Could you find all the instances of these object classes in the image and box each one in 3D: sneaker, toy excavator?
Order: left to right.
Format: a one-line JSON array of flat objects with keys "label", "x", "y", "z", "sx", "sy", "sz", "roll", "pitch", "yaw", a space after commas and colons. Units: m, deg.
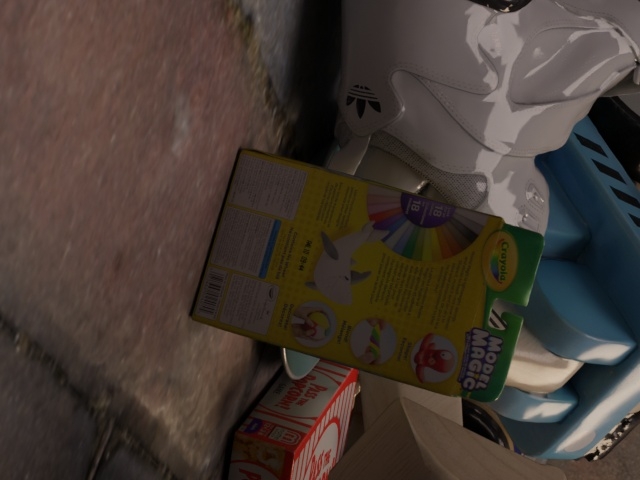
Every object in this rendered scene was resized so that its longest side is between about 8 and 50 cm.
[{"label": "toy excavator", "x": 0.125, "y": 0.052, "z": 1.308, "sx": 0.445, "sy": 0.433, "sz": 0.222, "roll": 8, "pitch": 132, "yaw": -41}, {"label": "sneaker", "x": 0.139, "y": -0.105, "z": 1.187, "sx": 0.365, "sy": 0.137, "sz": 0.210, "roll": 1, "pitch": 104, "yaw": -43}]

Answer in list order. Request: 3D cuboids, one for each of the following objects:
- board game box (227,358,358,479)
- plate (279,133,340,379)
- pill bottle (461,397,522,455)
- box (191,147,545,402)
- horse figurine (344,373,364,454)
[{"label": "board game box", "x": -0.028, "y": 0.187, "z": 1.271, "sx": 0.147, "sy": 0.045, "sz": 0.194, "roll": -50, "pitch": 153, "yaw": -60}, {"label": "plate", "x": 0.000, "y": 0.000, "z": 1.222, "sx": 0.188, "sy": 0.024, "sz": 0.188, "roll": 15, "pitch": 90, "yaw": -77}, {"label": "pill bottle", "x": 0.147, "y": 0.168, "z": 1.786, "sx": 0.219, "sy": 0.122, "sz": 0.123, "roll": -48, "pitch": 150, "yaw": -62}, {"label": "box", "x": 0.029, "y": 0.021, "z": 1.029, "sx": 0.043, "sy": 0.179, "sz": 0.105, "roll": 28, "pitch": 79, "yaw": -76}, {"label": "horse figurine", "x": 0.036, "y": 0.162, "z": 1.433, "sx": 0.263, "sy": 0.066, "sz": 0.175, "roll": -66, "pitch": 170, "yaw": -71}]
